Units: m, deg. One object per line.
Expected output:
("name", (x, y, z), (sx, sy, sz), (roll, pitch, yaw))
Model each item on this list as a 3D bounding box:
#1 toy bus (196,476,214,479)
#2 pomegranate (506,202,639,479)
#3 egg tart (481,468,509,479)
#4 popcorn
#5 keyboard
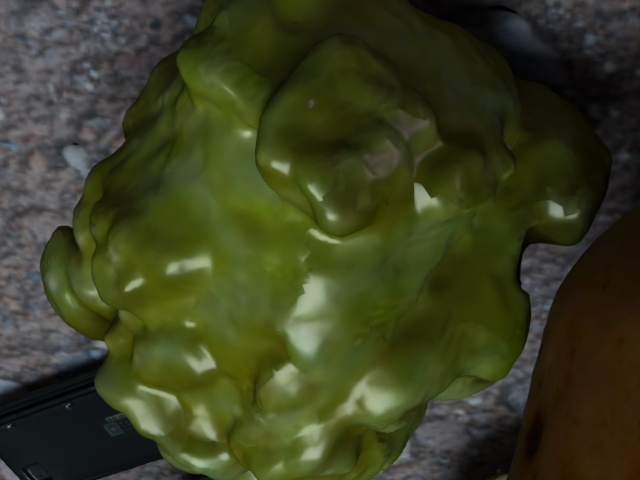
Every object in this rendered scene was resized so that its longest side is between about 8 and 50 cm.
("toy bus", (-0.013, 0.284, 1.211), (0.133, 0.165, 0.276), (-14, 129, 30))
("pomegranate", (0.271, 0.109, 0.852), (0.410, 0.410, 0.410), (7, 134, 7))
("egg tart", (0.168, 0.204, 1.143), (0.212, 0.090, 0.212), (7, 136, 7))
("popcorn", (0.000, 0.000, 0.899), (0.242, 0.235, 0.250), (34, 114, -14))
("keyboard", (-0.120, 0.113, 1.174), (0.230, 0.025, 0.093), (-20, 123, 29))
